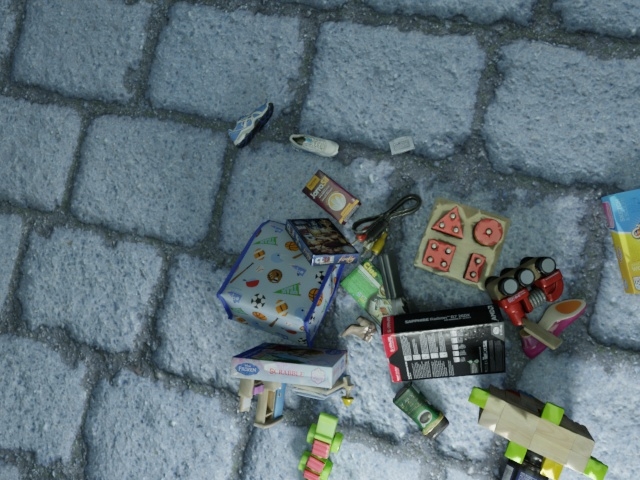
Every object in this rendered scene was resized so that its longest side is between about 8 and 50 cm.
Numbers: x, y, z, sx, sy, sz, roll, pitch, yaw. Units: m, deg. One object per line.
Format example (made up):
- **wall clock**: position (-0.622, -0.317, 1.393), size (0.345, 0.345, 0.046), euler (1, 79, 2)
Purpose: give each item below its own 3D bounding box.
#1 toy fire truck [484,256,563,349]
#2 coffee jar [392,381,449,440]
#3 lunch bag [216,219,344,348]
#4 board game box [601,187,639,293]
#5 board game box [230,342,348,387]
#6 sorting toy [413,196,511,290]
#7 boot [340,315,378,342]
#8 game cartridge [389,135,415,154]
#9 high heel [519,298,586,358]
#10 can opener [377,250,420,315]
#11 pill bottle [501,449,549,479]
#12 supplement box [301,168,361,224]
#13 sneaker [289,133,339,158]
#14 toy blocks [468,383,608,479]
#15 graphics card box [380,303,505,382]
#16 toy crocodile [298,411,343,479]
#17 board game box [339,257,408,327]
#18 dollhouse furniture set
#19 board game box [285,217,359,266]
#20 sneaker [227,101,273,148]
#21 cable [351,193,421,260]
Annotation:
- **toy fire truck**: position (0.675, 0.194, 1.476), size (0.217, 0.158, 0.247), euler (-27, 92, -8)
- **coffee jar**: position (0.336, 0.570, 1.575), size (0.096, 0.079, 0.184), euler (-46, 78, 4)
- **lunch bag**: position (-0.108, 0.123, 1.609), size (0.327, 0.239, 0.386), euler (16, 57, 12)
- **board game box**: position (1.048, -0.012, 1.464), size (0.242, 0.064, 0.317), euler (-13, 84, 11)
- **board game box**: position (-0.088, 0.403, 1.555), size (0.317, 0.318, 0.066), euler (3, 87, 11)
- **sorting toy**: position (0.472, 0.007, 1.574), size (0.257, 0.089, 0.256), euler (19, 91, 13)
- **boot**: position (0.139, 0.324, 1.654), size (0.118, 0.042, 0.087), euler (-45, 87, 13)
- **game cartridge**: position (0.288, -0.340, 1.673), size (0.083, 0.017, 0.056), euler (-13, 87, 11)
- **high heel**: position (0.757, 0.286, 1.520), size (0.244, 0.082, 0.117), euler (-33, 120, -8)
- **can opener**: position (0.262, 0.173, 1.602), size (0.093, 0.074, 0.281), euler (-13, 84, -25)
- **pill bottle**: position (0.633, 0.755, 1.469), size (0.122, 0.123, 0.219), euler (23, 79, 12)
- **supplement box**: position (0.041, -0.153, 1.681), size (0.188, 0.081, 0.104), euler (40, 95, 12)
- **sneaker**: position (-0.026, -0.346, 1.707), size (0.190, 0.083, 0.072), euler (11, 87, 11)
- **toy blocks**: position (0.639, 0.545, 1.433), size (0.381, 0.261, 0.191), euler (21, 93, 20)
- **graphics card box**: position (0.394, 0.334, 1.513), size (0.370, 0.094, 0.233), euler (-9, 122, 13)
- **toy crocodile**: position (-0.005, 0.730, 1.600), size (0.115, 0.105, 0.341), euler (19, 112, 12)
- **board game box**: position (0.204, 0.199, 1.652), size (0.136, 0.030, 0.260), euler (-44, 79, 9)
- **dollhouse furniture set**: position (-0.072, 0.544, 1.559), size (0.303, 0.286, 0.198), euler (5, 88, 24)
- **board game box**: position (0.000, 0.000, 1.568), size (0.164, 0.243, 0.042), euler (-3, 121, -26)
- **sneaker**: position (-0.262, -0.446, 1.764), size (0.211, 0.080, 0.081), euler (-44, 82, 5)
- **cable**: position (0.225, -0.066, 1.665), size (0.287, 0.072, 0.139), euler (-44, 62, -6)
